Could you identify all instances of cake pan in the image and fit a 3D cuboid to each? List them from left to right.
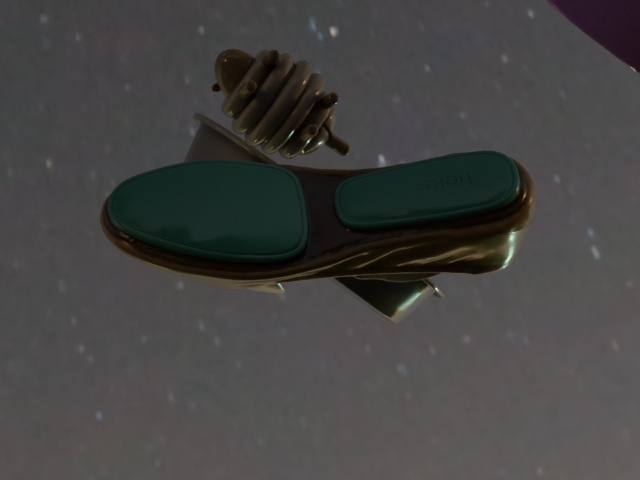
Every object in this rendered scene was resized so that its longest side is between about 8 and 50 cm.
[{"bbox_3d":[-0.015,-0.014,1.735,0.293,0.293,0.054,37,-93,-36],"label":"cake pan"}]

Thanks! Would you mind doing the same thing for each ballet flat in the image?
[{"bbox_3d":[0.000,0.000,0.991,0.232,0.080,0.073,-2,-39,2],"label":"ballet flat"}]

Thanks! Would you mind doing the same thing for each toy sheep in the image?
[{"bbox_3d":[-0.030,-0.108,1.483,0.132,0.091,0.091,40,-66,-9],"label":"toy sheep"}]

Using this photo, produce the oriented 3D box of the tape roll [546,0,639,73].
[{"bbox_3d":[0.267,-0.189,1.369,0.275,0.275,0.090,21,-65,-29],"label":"tape roll"}]
